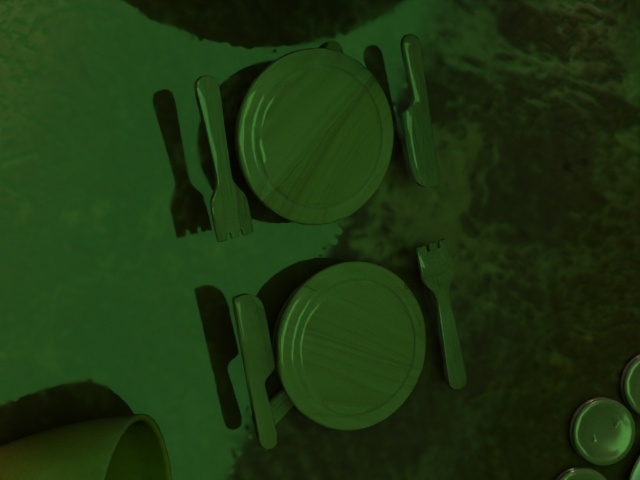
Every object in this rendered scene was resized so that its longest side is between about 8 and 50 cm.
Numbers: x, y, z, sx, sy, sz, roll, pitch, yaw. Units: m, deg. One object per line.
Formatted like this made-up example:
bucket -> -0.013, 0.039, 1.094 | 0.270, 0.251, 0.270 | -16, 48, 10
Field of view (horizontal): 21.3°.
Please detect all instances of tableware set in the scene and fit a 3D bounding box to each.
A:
tableware set -> 0.000, 0.000, 0.861 | 0.128, 0.039, 0.194 | -14, 101, -27

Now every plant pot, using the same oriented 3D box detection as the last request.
plant pot -> -0.131, 0.146, 0.790 | 0.095, 0.134, 0.134 | 1, 91, 11

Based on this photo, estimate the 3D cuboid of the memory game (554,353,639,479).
memory game -> 0.210, 0.145, 0.936 | 0.186, 0.012, 0.186 | 0, 92, -15
